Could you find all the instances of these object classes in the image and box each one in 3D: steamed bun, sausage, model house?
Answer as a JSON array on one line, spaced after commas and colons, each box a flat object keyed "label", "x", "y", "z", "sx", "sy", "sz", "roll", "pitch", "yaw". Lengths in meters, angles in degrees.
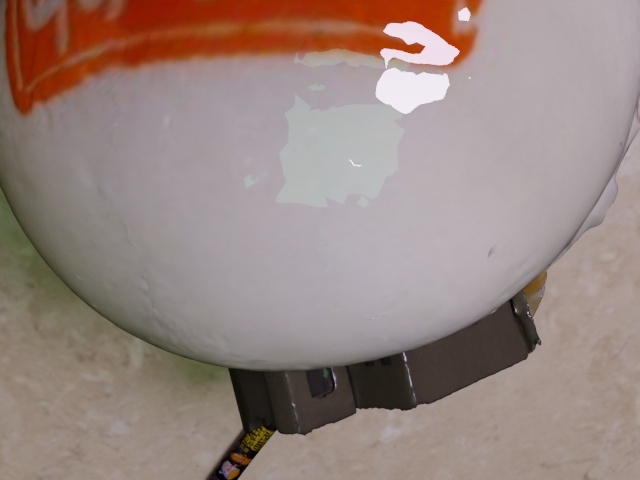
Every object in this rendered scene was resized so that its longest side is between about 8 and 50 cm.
[{"label": "steamed bun", "x": -0.016, "y": -0.118, "z": 0.438, "sx": 0.374, "sy": 0.374, "sz": 0.241, "roll": -22, "pitch": 152, "yaw": 4}, {"label": "sausage", "x": -0.076, "y": 0.214, "z": 0.800, "sx": 0.028, "sy": 0.025, "sz": 0.198, "roll": 45, "pitch": 110, "yaw": 22}, {"label": "model house", "x": 0.000, "y": 0.000, "z": 0.595, "sx": 0.204, "sy": 0.211, "sz": 0.243, "roll": -13, "pitch": 89, "yaw": -42}]

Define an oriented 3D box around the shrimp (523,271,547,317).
[{"label": "shrimp", "x": 0.099, "y": -0.017, "z": 0.682, "sx": 0.168, "sy": 0.077, "sz": 0.317, "roll": -18, "pitch": 120, "yaw": 5}]
